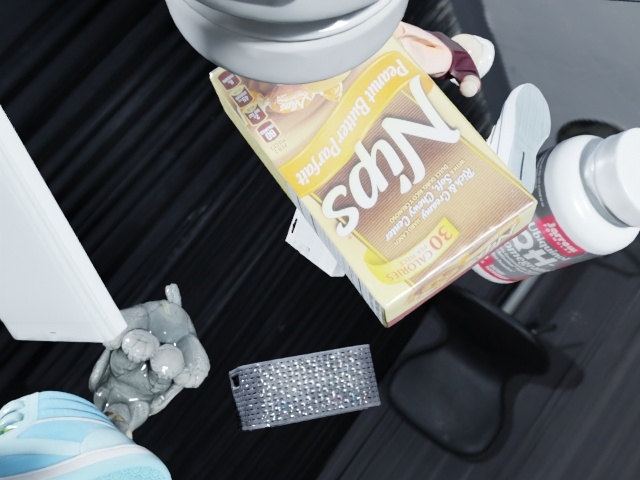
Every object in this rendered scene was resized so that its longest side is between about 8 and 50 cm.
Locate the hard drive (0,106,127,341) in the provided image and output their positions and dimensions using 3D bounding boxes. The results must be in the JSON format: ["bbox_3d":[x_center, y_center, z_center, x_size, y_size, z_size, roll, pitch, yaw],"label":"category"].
[{"bbox_3d":[-0.372,-0.013,0.976,0.203,0.040,0.307,-4,122,36],"label":"hard drive"}]

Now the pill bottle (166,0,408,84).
[{"bbox_3d":[-0.019,-0.240,0.409,0.204,0.204,0.361,35,163,10],"label":"pill bottle"}]

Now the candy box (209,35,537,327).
[{"bbox_3d":[0.048,-0.092,0.862,0.316,0.183,0.087,53,174,20],"label":"candy box"}]

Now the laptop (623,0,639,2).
[{"bbox_3d":[0.567,-0.622,1.330,0.382,0.236,0.407,19,140,40],"label":"laptop"}]

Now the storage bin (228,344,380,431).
[{"bbox_3d":[-0.023,0.200,1.121,0.122,0.180,0.084,139,121,-70],"label":"storage bin"}]

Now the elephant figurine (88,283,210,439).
[{"bbox_3d":[-0.279,0.212,1.220,0.169,0.239,0.186,45,-152,26],"label":"elephant figurine"}]

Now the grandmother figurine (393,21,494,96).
[{"bbox_3d":[0.183,-0.302,1.351,0.208,0.342,0.104,51,124,18],"label":"grandmother figurine"}]

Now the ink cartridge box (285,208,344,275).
[{"bbox_3d":[0.000,0.000,1.247,0.029,0.062,0.115,2,-155,-44],"label":"ink cartridge box"}]

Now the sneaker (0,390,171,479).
[{"bbox_3d":[-0.327,0.239,0.801,0.319,0.127,0.208,-1,-165,-34],"label":"sneaker"}]

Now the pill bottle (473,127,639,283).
[{"bbox_3d":[0.359,-0.051,1.233,0.176,0.176,0.318,42,149,-13],"label":"pill bottle"}]

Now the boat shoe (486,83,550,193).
[{"bbox_3d":[0.265,-0.137,1.180,0.083,0.226,0.076,44,136,-19],"label":"boat shoe"}]
